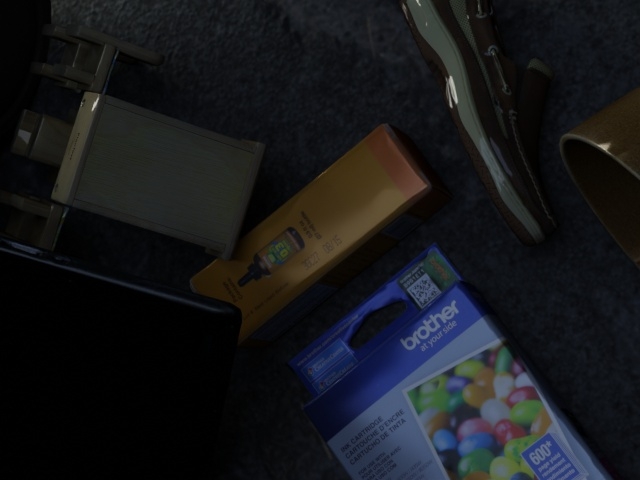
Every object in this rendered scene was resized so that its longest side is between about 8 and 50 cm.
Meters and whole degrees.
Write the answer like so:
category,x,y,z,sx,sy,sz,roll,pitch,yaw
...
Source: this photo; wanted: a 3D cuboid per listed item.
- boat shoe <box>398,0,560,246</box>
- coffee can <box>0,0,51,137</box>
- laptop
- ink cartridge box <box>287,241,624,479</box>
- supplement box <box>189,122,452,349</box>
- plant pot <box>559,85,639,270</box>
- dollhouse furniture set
category,x,y,z,sx,sy,sz,roll,pitch,yaw
boat shoe,0.158,-0.124,1.433,0.095,0.095,0.257,-26,76,9
coffee can,-0.427,-0.217,1.589,0.275,0.201,0.202,17,90,20
laptop,-0.259,0.035,1.460,0.407,0.382,0.236,16,51,1
ink cartridge box,0.118,0.172,1.434,0.186,0.065,0.311,-40,72,11
supplement box,0.000,0.000,1.484,0.233,0.080,0.078,-38,73,10
plant pot,0.362,-0.071,1.303,0.254,0.237,0.237,-39,73,-4
dollhouse furniture set,-0.180,-0.069,1.515,0.242,0.161,0.212,18,90,63
